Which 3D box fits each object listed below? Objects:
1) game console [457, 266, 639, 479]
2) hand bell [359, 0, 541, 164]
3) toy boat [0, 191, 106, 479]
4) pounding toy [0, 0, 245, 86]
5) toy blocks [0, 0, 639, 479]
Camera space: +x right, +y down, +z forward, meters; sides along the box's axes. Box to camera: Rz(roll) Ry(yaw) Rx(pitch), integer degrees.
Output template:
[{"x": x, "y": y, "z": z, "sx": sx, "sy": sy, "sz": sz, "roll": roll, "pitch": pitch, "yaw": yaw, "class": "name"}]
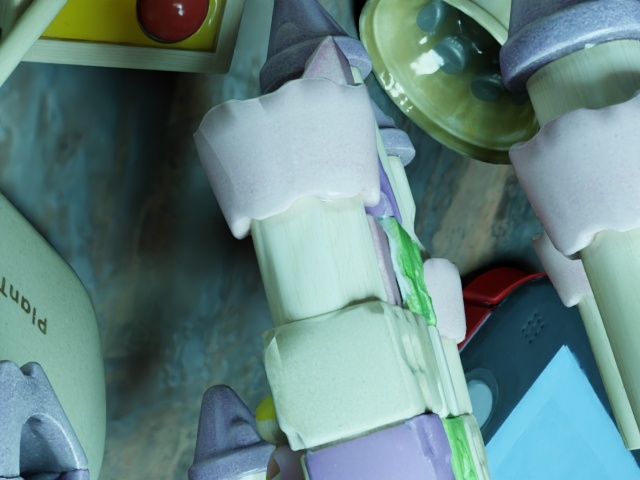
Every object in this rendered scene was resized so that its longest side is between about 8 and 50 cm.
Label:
[{"x": 0.131, "y": 0.241, "z": 0.875, "sx": 0.342, "sy": 0.060, "sz": 0.386, "roll": -52, "pitch": 131, "yaw": -19, "class": "game console"}, {"x": 0.146, "y": -0.172, "z": 0.682, "sx": 0.242, "sy": 0.126, "sz": 0.126, "roll": -48, "pitch": 136, "yaw": -21, "class": "hand bell"}, {"x": -0.202, "y": 0.056, "z": 0.537, "sx": 0.151, "sy": 0.151, "sz": 0.231, "roll": -20, "pitch": 134, "yaw": 13, "class": "toy boat"}, {"x": -0.099, "y": -0.125, "z": 0.503, "sx": 0.141, "sy": 0.100, "sz": 0.130, "roll": -2, "pitch": 118, "yaw": -37, "class": "pounding toy"}, {"x": 0.000, "y": 0.000, "z": 0.511, "sx": 0.309, "sy": 0.260, "sz": 0.288, "roll": -18, "pitch": 169, "yaw": 9, "class": "toy blocks"}]
